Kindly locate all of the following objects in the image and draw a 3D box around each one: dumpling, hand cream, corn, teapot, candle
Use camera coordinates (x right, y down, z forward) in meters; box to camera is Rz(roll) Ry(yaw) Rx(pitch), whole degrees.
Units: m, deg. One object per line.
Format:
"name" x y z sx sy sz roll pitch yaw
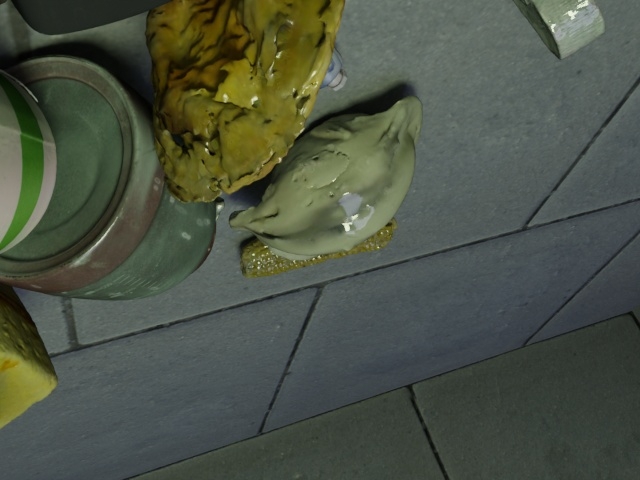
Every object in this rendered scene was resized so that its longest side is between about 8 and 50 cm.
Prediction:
"dumpling" 0.039 -0.059 1.093 0.318 0.187 0.243 -31 150 8
"hand cream" -0.021 -0.222 0.902 0.084 0.053 0.142 -35 142 24
"corn" 0.000 0.000 1.296 0.288 0.087 0.086 -16 153 -16
"teapot" -0.272 -0.024 0.874 0.314 0.233 0.312 -19 161 11
"candle" 0.247 -0.307 0.862 0.068 0.192 0.168 -30 -162 15

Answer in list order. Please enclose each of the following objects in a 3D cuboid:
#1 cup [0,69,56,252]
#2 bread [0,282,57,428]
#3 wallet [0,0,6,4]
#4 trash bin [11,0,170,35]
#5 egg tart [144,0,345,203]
"cup" -0.332 -0.062 0.570 0.253 0.253 0.274 -25 -177 2
"bread" -0.452 0.102 0.932 0.135 0.240 0.178 -36 152 -8
"wallet" -0.311 -0.270 0.434 0.042 0.165 0.310 -56 160 -18
"trash bin" -0.161 -0.291 0.495 0.209 0.182 0.290 -28 162 -18
"egg tart" -0.081 -0.175 0.679 0.132 0.297 0.297 20 133 -31
